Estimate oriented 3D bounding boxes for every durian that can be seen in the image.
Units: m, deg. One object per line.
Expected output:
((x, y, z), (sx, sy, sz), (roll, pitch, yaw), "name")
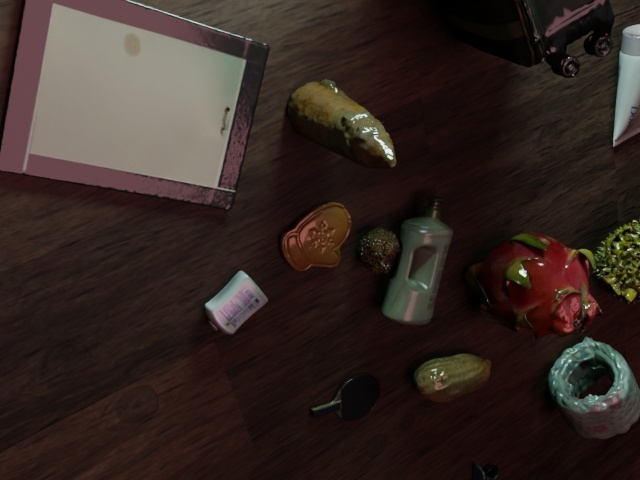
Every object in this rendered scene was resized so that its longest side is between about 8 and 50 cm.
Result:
((0.760, 0.047, 1.473), (0.292, 0.258, 0.258), (-24, 119, 9), "durian")
((0.105, 0.019, 1.162), (0.080, 0.091, 0.080), (-5, 120, -8), "durian")

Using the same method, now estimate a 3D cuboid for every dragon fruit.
((0.426, 0.093, 1.301), (0.223, 0.227, 0.224), (-6, 106, -21), "dragon fruit")

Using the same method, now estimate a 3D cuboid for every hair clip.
((0.348, 0.627, 1.522), (0.070, 0.039, 0.230), (16, 97, -35), "hair clip")

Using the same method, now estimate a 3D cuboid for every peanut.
((0.275, 0.282, 1.345), (0.194, 0.083, 0.094), (-2, 106, -31), "peanut")

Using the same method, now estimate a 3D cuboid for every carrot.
((0.040, -0.159, 0.968), (0.101, 0.263, 0.102), (-13, 121, -22), "carrot")

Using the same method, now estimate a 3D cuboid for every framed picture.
((-0.252, -0.194, 0.926), (0.346, 0.016, 0.265), (8, 100, -32), "framed picture")

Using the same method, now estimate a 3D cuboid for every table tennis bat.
((0.051, 0.310, 1.262), (0.158, 0.014, 0.095), (-12, 111, -29), "table tennis bat")

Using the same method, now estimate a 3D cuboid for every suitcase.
((0.267, -0.467, 1.000), (0.194, 0.283, 0.434), (-31, 122, 0), "suitcase")

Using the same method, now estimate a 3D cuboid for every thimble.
((0.643, 0.344, 1.534), (0.149, 0.185, 0.211), (55, 41, -33), "thimble")

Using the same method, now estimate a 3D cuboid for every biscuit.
((0.001, 0.000, 1.131), (0.140, 0.023, 0.118), (-43, 121, -14), "biscuit")

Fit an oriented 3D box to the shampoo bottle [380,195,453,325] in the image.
((0.185, 0.032, 1.210), (0.118, 0.087, 0.235), (2, 104, -49), "shampoo bottle")

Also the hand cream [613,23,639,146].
((0.683, -0.332, 1.413), (0.133, 0.083, 0.248), (-28, 127, -19), "hand cream")

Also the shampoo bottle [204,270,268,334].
((-0.142, 0.107, 1.066), (0.099, 0.043, 0.072), (-44, 121, -12), "shampoo bottle")
